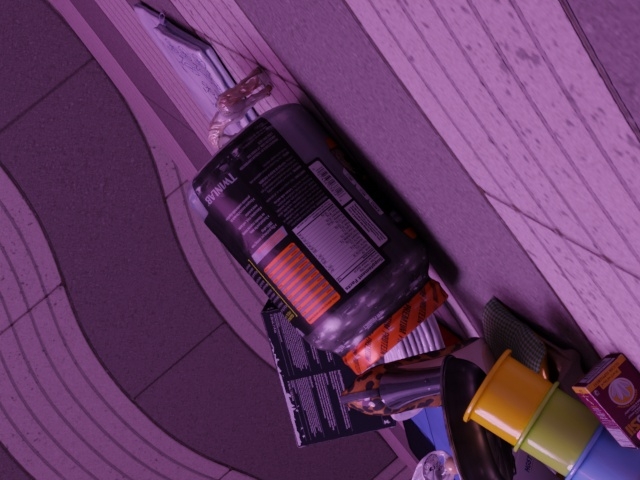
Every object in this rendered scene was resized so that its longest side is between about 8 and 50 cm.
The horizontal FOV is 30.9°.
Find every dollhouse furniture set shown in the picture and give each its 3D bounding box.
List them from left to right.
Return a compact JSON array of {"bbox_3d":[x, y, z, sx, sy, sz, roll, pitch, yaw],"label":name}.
[{"bbox_3d":[0.270,0.248,1.420,0.301,0.151,0.197,54,171,-27],"label":"dollhouse furniture set"}]

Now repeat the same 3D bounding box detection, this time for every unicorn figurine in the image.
[{"bbox_3d":[-0.121,-0.188,1.665,0.060,0.111,0.162,46,171,20],"label":"unicorn figurine"}]

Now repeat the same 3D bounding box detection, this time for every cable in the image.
[{"bbox_3d":[0.102,0.135,1.780,0.257,0.089,0.257,31,141,62],"label":"cable"}]

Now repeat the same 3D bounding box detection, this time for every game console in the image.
[{"bbox_3d":[0.192,0.281,1.953,0.342,0.060,0.386,36,146,58],"label":"game console"}]

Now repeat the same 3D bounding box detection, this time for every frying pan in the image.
[{"bbox_3d":[0.214,0.281,1.423,0.197,0.053,0.326,-79,-33,-55],"label":"frying pan"}]

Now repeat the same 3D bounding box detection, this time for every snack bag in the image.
[{"bbox_3d":[-0.193,-0.257,2.007,0.342,0.037,0.323,40,168,51],"label":"snack bag"}]

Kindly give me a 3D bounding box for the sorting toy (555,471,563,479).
[{"bbox_3d":[0.399,0.480,1.804,0.229,0.041,0.307,-18,118,41],"label":"sorting toy"}]

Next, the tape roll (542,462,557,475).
[{"bbox_3d":[0.397,0.488,2.030,0.286,0.100,0.286,48,172,8],"label":"tape roll"}]

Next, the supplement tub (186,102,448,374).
[{"bbox_3d":[0.000,0.000,1.543,0.338,0.207,0.207,49,172,4],"label":"supplement tub"}]

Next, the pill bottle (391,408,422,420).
[{"bbox_3d":[0.120,0.232,1.912,0.120,0.067,0.067,58,178,34],"label":"pill bottle"}]

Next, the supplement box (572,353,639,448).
[{"bbox_3d":[0.307,0.164,1.182,0.083,0.055,0.043,49,170,0],"label":"supplement box"}]

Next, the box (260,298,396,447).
[{"bbox_3d":[0.019,0.218,2.082,0.103,0.184,0.261,-60,-43,-76],"label":"box"}]

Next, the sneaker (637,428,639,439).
[{"bbox_3d":[0.336,0.179,1.100,0.047,0.057,0.119,50,171,7],"label":"sneaker"}]

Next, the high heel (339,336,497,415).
[{"bbox_3d":[0.147,0.196,1.622,0.261,0.186,0.093,10,-112,-67],"label":"high heel"}]

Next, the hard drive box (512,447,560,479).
[{"bbox_3d":[0.327,0.436,1.656,0.232,0.089,0.181,41,-150,-6],"label":"hard drive box"}]

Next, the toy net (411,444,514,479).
[{"bbox_3d":[0.221,0.317,1.761,0.122,0.232,0.045,46,-167,-23],"label":"toy net"}]

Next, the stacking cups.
[{"bbox_3d":[0.306,0.239,1.226,0.316,0.096,0.096,33,167,17],"label":"stacking cups"}]
